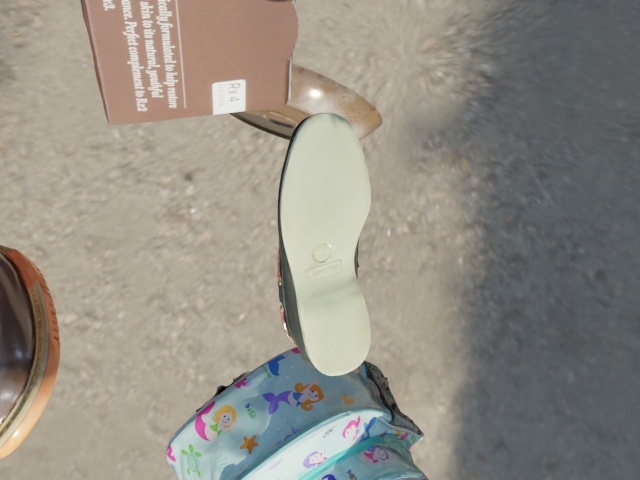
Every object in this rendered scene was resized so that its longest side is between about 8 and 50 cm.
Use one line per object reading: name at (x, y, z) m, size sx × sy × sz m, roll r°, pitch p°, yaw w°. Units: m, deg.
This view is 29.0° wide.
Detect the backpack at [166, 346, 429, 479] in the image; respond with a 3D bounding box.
backpack at (-0.022, 0.218, 1.238) m, size 0.225 × 0.253 × 0.191 m, roll -37°, pitch 59°, yaw 6°

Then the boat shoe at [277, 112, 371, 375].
boat shoe at (-0.002, 0.000, 0.621) m, size 0.049 × 0.042 × 0.133 m, roll -10°, pitch 107°, yaw -21°

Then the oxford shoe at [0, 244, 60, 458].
oxford shoe at (-0.297, 0.025, 0.842) m, size 0.133 × 0.364 × 0.130 m, roll 30°, pitch 94°, yaw -46°

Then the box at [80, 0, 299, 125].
box at (-0.111, -0.292, 0.855) m, size 0.143 × 0.191 × 0.381 m, roll -9°, pitch 65°, yaw -8°

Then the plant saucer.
plant saucer at (-0.036, -0.136, 1.252) m, size 0.198 × 0.198 × 0.036 m, roll 19°, pitch 80°, yaw 1°
